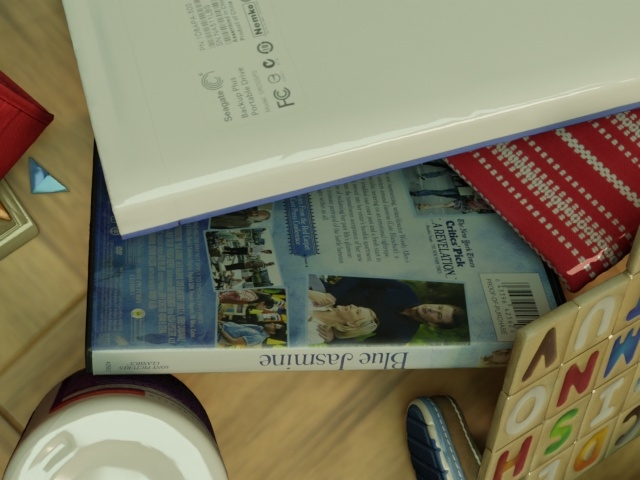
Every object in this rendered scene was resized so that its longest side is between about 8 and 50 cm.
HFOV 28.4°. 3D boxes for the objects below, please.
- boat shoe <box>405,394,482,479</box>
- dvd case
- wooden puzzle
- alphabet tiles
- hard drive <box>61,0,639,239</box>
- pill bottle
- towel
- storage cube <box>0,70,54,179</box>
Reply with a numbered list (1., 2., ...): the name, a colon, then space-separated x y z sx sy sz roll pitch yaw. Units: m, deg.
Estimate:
1. boat shoe: 0.108 0.167 0.764 0.066 0.066 0.183 -25 105 -11
2. dvd case: 0.000 0.000 0.698 0.253 0.180 0.022 0 132 -8
3. wooden puzzle: -0.212 -0.015 0.734 0.116 0.014 0.078 -41 97 -5
4. alphabet tiles: 0.175 0.050 0.681 0.237 0.009 0.198 -24 138 -35
5. hard drive: 0.023 -0.132 0.699 0.318 0.040 0.210 -15 59 -7
6. pill bottle: -0.105 0.121 0.662 0.108 0.193 0.108 0 92 -8
7. towel: 0.188 -0.116 0.728 0.275 0.031 0.199 -37 58 -6
8. storage cube: -0.277 -0.057 0.625 0.183 0.215 0.193 40 88 1
